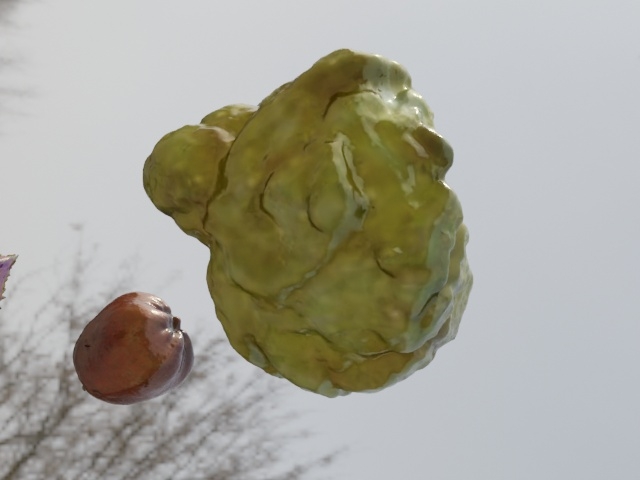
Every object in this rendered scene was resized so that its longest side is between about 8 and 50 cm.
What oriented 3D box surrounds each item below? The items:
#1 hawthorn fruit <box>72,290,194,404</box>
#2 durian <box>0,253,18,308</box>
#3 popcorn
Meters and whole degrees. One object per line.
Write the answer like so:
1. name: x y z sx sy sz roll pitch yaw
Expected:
1. hawthorn fruit: -0.384 0.231 2.395 0.261 0.224 0.224 -32 -128 12
2. durian: -0.649 0.073 1.903 0.112 0.341 0.191 33 -78 32
3. popcorn: 0.002 0.000 1.228 0.293 0.292 0.334 168 -100 -83
